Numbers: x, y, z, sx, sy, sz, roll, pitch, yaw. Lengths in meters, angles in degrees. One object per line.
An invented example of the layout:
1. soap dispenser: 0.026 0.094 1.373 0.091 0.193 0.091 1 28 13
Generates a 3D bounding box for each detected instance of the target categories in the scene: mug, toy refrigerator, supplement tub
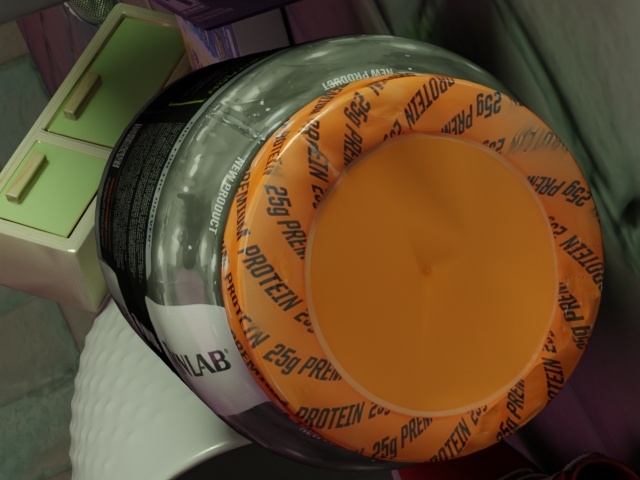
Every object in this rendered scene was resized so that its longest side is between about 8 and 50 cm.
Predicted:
1. mug: -0.079 0.196 1.177 0.328 0.276 0.374 -115 34 -54
2. toy refrigerator: -0.184 -0.080 1.222 0.102 0.270 0.094 16 146 16
3. supplement tub: 0.000 0.000 0.744 0.207 0.207 0.338 69 168 -10

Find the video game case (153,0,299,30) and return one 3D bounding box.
1. video game case: -0.096 -0.183 0.649 0.196 0.274 0.026 -8 65 48

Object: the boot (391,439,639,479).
1. boot: 0.120 0.142 0.795 0.244 0.088 0.176 44 155 41

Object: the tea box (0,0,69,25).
1. tea box: -0.180 -0.357 0.811 0.329 0.220 0.324 -127 19 -48

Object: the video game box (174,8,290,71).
1. video game box: -0.072 -0.166 1.113 0.187 0.048 0.205 -129 19 -57

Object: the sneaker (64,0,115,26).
1. sneaker: -0.283 -0.329 1.662 0.076 0.065 0.167 20 134 68
